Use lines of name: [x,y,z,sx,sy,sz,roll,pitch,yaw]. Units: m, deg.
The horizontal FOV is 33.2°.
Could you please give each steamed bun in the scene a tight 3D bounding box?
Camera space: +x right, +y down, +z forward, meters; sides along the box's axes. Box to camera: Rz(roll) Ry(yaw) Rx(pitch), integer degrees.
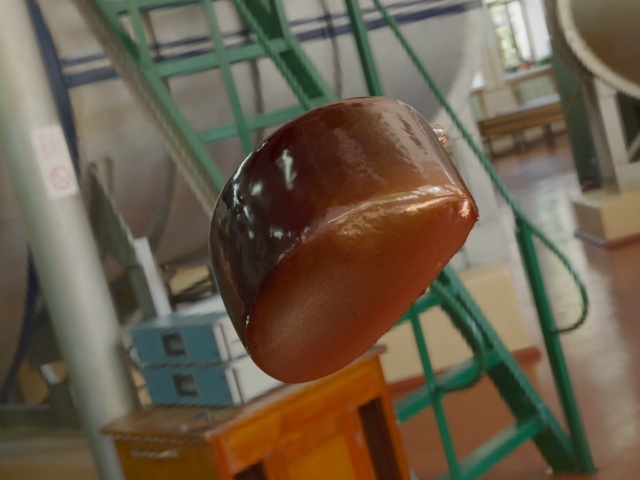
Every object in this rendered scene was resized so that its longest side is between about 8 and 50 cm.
steamed bun: [0.000,0.000,1.369,0.248,0.235,0.379,12,-49,-38]

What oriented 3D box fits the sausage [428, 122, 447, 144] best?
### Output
sausage: [0.104,-0.148,1.606,0.177,0.047,0.040,-9,18,-12]
